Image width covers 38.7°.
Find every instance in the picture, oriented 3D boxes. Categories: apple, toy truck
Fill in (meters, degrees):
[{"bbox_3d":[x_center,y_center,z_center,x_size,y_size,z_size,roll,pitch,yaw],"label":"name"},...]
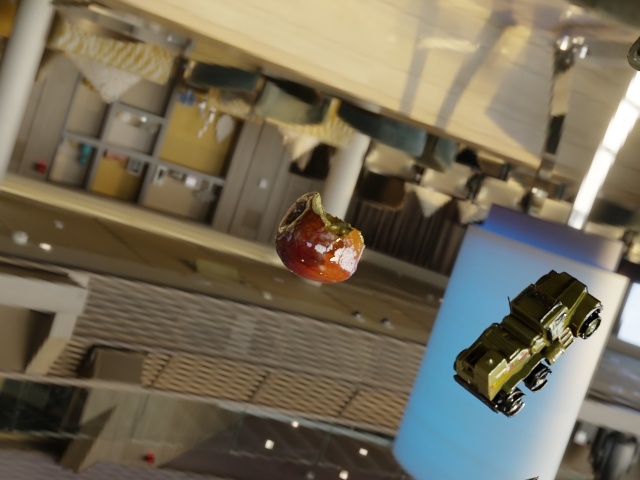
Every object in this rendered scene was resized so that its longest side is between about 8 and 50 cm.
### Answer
[{"bbox_3d":[-0.001,0.008,1.683,0.158,0.147,0.156,41,163,-20],"label":"apple"},{"bbox_3d":[0.331,0.149,1.459,0.127,0.257,0.127,38,158,37],"label":"toy truck"}]

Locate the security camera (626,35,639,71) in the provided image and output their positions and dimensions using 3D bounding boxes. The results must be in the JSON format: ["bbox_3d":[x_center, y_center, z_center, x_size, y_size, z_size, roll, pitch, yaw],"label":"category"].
[{"bbox_3d":[0.374,-0.221,0.984,0.058,0.092,0.058,37,177,3],"label":"security camera"}]

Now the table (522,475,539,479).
[{"bbox_3d":[0.295,0.454,1.340,0.175,0.146,0.062,-21,171,-43],"label":"table"}]
